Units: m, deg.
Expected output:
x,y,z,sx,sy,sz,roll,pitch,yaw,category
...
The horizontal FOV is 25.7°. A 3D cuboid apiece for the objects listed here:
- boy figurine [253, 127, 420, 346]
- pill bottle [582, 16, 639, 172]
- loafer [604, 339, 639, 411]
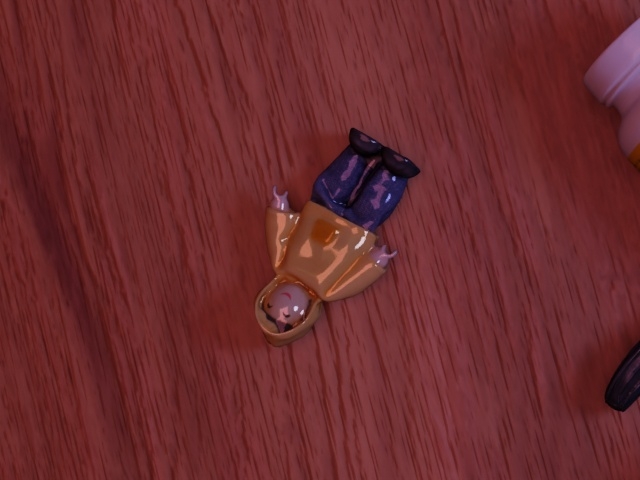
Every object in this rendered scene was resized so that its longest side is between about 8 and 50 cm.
x,y,z,sx,sy,sz,roll,pitch,yaw,category
0.000,0.000,1.735,0.177,0.092,0.285,35,92,10,boy figurine
0.459,-0.107,1.577,0.188,0.188,0.334,-44,79,8,pill bottle
0.423,0.122,1.633,0.223,0.076,0.078,-46,71,4,loafer
